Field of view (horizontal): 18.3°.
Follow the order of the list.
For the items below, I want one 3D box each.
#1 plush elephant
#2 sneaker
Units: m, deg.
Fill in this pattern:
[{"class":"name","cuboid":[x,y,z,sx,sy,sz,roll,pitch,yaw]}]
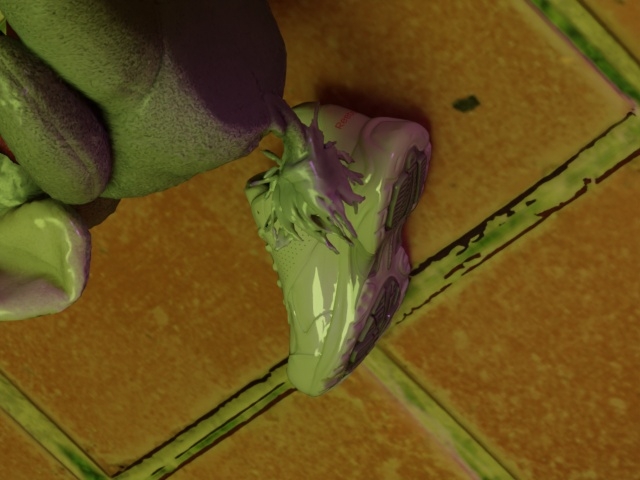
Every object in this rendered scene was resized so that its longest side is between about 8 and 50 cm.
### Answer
[{"class":"plush elephant","cuboid":[-0.154,-0.100,1.202,0.255,0.272,0.330,-18,118,34]},{"class":"sneaker","cuboid":[0.000,0.000,1.336,0.115,0.090,0.232,26,126,19]}]
